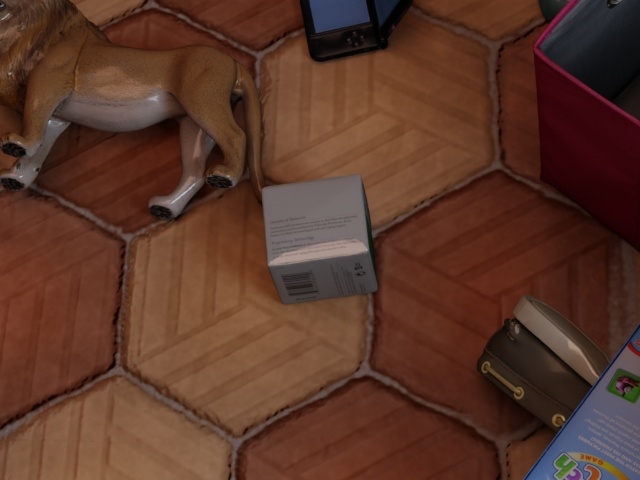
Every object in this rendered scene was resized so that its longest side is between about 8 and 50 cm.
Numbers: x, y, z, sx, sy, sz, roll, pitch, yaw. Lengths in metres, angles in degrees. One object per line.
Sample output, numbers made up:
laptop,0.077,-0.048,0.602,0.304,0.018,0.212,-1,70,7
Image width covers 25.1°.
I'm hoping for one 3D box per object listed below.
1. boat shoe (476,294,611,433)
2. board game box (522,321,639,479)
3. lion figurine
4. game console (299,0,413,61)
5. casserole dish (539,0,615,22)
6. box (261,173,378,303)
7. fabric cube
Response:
boat shoe,0.260,0.178,1.272,0.091,0.109,0.305,-51,58,13
board game box,0.282,0.174,1.165,0.160,0.039,0.211,31,57,22
lion figurine,-0.205,-0.161,1.516,0.392,0.142,0.240,14,60,1
game console,0.033,-0.281,1.538,0.124,0.085,0.144,-12,64,4
casserole dish,0.287,-0.309,1.522,0.114,0.037,0.188,-1,73,10
box,0.000,0.000,1.406,0.101,0.101,0.087,-9,64,4
fabric cube,0.369,-0.127,1.313,0.259,0.258,0.254,40,79,23
